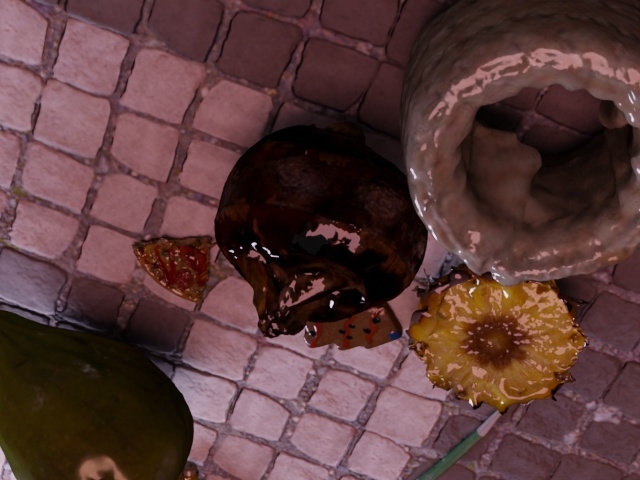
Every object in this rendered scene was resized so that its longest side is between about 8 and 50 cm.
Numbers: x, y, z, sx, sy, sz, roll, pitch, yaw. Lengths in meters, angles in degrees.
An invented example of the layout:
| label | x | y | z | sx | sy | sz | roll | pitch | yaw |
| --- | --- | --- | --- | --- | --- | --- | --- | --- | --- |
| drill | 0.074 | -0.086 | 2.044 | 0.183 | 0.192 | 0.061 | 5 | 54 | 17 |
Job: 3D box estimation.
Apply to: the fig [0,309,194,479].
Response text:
| label | x | y | z | sx | sy | sz | roll | pitch | yaw |
| --- | --- | --- | --- | --- | --- | --- | --- | --- | --- |
| fig | -0.282 | 0.191 | 1.493 | 0.233 | 0.233 | 0.314 | -21 | 82 | 22 |

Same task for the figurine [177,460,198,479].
| label | x | y | z | sx | sy | sz | roll | pitch | yaw |
| --- | --- | --- | --- | --- | --- | --- | --- | --- | --- |
| figurine | -0.182 | 0.369 | 1.682 | 0.101 | 0.068 | 0.143 | 21 | 109 | -15 |

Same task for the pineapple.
| label | x | y | z | sx | sy | sz | roll | pitch | yaw |
| --- | --- | --- | --- | --- | --- | --- | --- | --- | --- |
| pineapple | 0.203 | 0.099 | 1.418 | 0.224 | 0.076 | 0.225 | 4 | 122 | 6 |

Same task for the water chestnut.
| label | x | y | z | sx | sy | sz | roll | pitch | yaw |
| --- | --- | --- | --- | --- | --- | --- | --- | --- | --- |
| water chestnut | 0.000 | 0.000 | 1.292 | 0.223 | 0.238 | 0.224 | 12 | 150 | 7 |

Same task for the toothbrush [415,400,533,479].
| label | x | y | z | sx | sy | sz | roll | pitch | yaw |
| --- | --- | --- | --- | --- | --- | --- | --- | --- | --- |
| toothbrush | 0.191 | 0.254 | 1.566 | 0.024 | 0.018 | 0.257 | 30 | 124 | -20 |

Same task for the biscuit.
| label | x | y | z | sx | sy | sz | roll | pitch | yaw |
| --- | --- | --- | --- | --- | --- | --- | --- | --- | --- |
| biscuit | 0.037 | 0.093 | 1.476 | 0.130 | 0.019 | 0.119 | 15 | 126 | -2 |

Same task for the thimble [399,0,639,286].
| label | x | y | z | sx | sy | sz | roll | pitch | yaw |
| --- | --- | --- | --- | --- | --- | --- | --- | --- | --- |
| thimble | 0.216 | -0.103 | 1.202 | 0.291 | 0.195 | 0.291 | 4 | 124 | 6 |

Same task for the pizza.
| label | x | y | z | sx | sy | sz | roll | pitch | yaw |
| --- | --- | --- | --- | --- | --- | --- | --- | --- | --- |
| pizza | -0.178 | 0.028 | 1.458 | 0.099 | 0.029 | 0.100 | 17 | 126 | -2 |
